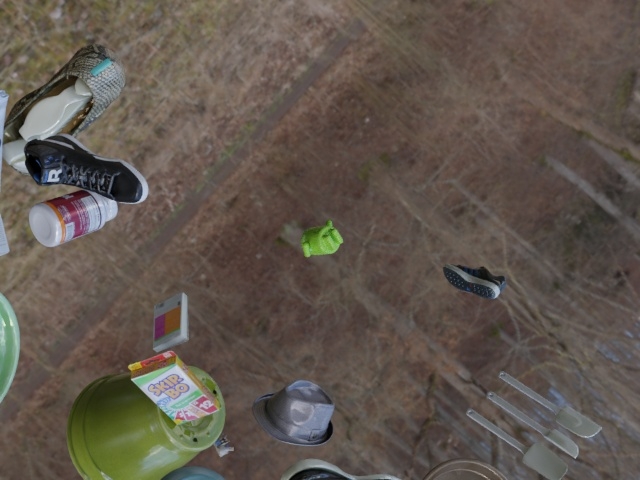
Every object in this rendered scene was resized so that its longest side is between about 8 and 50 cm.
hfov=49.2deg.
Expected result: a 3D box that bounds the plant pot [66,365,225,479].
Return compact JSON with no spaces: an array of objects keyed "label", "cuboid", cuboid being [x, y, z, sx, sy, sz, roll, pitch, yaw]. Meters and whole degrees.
[{"label":"plant pot","cuboid":[-0.473,0.519,2.012,0.353,0.366,0.366,-28,-161,36]}]

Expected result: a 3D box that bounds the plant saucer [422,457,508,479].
[{"label":"plant saucer","cuboid":[0.331,0.639,1.592,0.278,0.278,0.041,-52,180,-24]}]

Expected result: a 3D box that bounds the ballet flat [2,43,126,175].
[{"label":"ballet flat","cuboid":[-0.627,-0.262,1.583,0.483,0.164,0.182,-32,-162,34]}]

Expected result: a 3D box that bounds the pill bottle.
[{"label":"pill bottle","cuboid":[-0.471,-0.049,1.344,0.086,0.086,0.152,-43,172,38]}]

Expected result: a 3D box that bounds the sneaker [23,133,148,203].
[{"label":"sneaker","cuboid":[-0.417,-0.109,1.209,0.121,0.217,0.079,-39,152,-59]}]

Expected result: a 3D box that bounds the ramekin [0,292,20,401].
[{"label":"ramekin","cuboid":[-0.798,0.239,1.481,0.303,0.148,0.303,3,90,-76]}]

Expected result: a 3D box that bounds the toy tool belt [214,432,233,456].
[{"label":"toy tool belt","cuboid":[-0.318,0.651,2.261,0.051,0.083,0.052,-20,157,-27]}]

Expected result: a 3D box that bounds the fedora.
[{"label":"fedora","cuboid":[-0.061,0.517,2.175,0.124,0.276,0.243,-63,-145,17]}]

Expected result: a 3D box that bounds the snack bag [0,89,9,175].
[{"label":"snack bag","cuboid":[-0.755,-0.120,1.339,0.323,0.037,0.342,-39,169,-42]}]

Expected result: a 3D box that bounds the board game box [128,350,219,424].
[{"label":"board game box","cuboid":[-0.366,0.374,1.761,0.124,0.259,0.039,-21,-140,8]}]

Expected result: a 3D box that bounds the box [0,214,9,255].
[{"label":"box","cuboid":[-0.994,0.006,1.918,0.181,0.119,0.182,-9,-172,10]}]

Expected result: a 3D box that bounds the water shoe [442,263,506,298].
[{"label":"water shoe","cuboid":[0.459,0.113,2.085,0.080,0.072,0.203,-34,-138,-28]}]

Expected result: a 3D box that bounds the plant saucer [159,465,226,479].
[{"label":"plant saucer","cuboid":[-0.152,0.332,0.857,0.119,0.119,0.021,-56,180,-43]}]

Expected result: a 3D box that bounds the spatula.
[{"label":"spatula","cuboid":[0.439,0.384,1.480,0.168,0.019,0.242,-42,-131,-21]}]

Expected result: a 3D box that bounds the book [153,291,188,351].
[{"label":"book","cuboid":[-0.396,0.213,1.839,0.096,0.035,0.144,-24,-135,15]}]

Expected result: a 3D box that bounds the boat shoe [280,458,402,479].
[{"label":"boat shoe","cuboid":[0.076,0.514,1.337,0.127,0.340,0.113,-47,-143,13]}]

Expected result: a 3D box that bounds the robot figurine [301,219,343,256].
[{"label":"robot figurine","cuboid":[0.000,0.000,1.643,0.101,0.067,0.115,-46,-157,-29]}]
